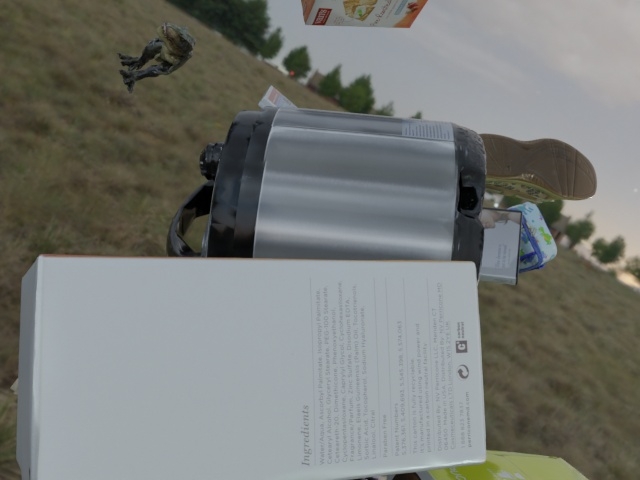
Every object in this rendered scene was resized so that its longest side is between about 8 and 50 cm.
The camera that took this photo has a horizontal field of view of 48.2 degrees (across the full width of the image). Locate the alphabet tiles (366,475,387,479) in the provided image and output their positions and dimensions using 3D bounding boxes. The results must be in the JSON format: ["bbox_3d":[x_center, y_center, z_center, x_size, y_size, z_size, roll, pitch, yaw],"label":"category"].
[{"bbox_3d":[0.070,0.558,1.671,0.283,0.021,0.278,-8,3,13],"label":"alphabet tiles"}]

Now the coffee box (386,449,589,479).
[{"bbox_3d":[0.282,0.537,1.076,0.338,0.335,0.337,12,8,-21],"label":"coffee box"}]

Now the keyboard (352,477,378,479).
[{"bbox_3d":[-0.019,0.360,0.983,0.033,0.201,0.317,46,-3,-14],"label":"keyboard"}]

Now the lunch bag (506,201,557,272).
[{"bbox_3d":[0.508,0.005,1.892,0.219,0.090,0.176,-28,-95,62],"label":"lunch bag"}]

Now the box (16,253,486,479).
[{"bbox_3d":[-0.066,0.106,0.606,0.345,0.169,0.215,2,-7,-25],"label":"box"}]

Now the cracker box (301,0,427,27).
[{"bbox_3d":[0.093,-0.483,1.385,0.232,0.067,0.156,-3,-17,-17],"label":"cracker box"}]

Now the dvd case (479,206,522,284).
[{"bbox_3d":[0.252,-0.003,1.368,0.252,0.022,0.180,6,48,13],"label":"dvd case"}]

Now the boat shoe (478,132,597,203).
[{"bbox_3d":[0.355,-0.124,1.257,0.285,0.105,0.089,11,-16,-20],"label":"boat shoe"}]

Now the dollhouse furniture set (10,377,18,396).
[{"bbox_3d":[-0.515,0.340,1.759,0.173,0.303,0.356,19,-27,27],"label":"dollhouse furniture set"}]

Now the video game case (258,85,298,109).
[{"bbox_3d":[-0.007,-0.212,1.498,0.285,0.025,0.204,39,14,-12],"label":"video game case"}]

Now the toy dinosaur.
[{"bbox_3d":[-0.238,-0.271,1.063,0.268,0.118,0.064,-126,-167,-75],"label":"toy dinosaur"}]

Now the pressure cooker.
[{"bbox_3d":[0.001,-0.006,1.015,0.419,0.376,0.370,6,-13,3],"label":"pressure cooker"}]
